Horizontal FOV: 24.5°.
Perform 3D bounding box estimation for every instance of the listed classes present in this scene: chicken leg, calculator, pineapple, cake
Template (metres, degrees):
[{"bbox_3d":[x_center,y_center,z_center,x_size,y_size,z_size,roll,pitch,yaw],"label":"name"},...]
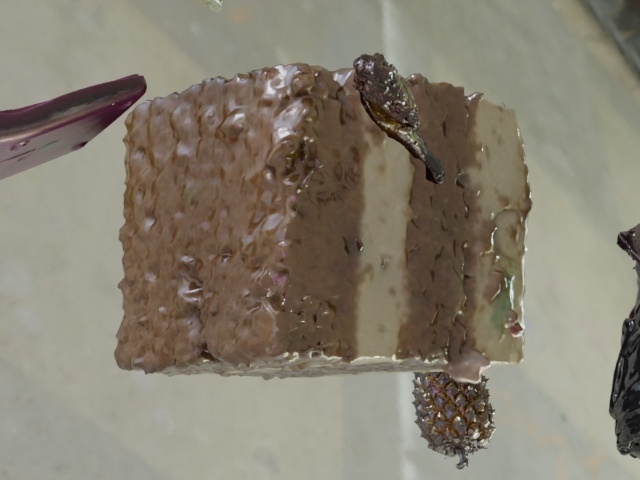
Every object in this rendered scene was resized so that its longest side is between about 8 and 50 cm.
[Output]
[{"bbox_3d":[0.057,-0.089,1.048,0.062,0.037,0.145,55,3,27],"label":"chicken leg"},{"bbox_3d":[-0.220,-0.070,1.057,0.190,0.126,0.034,-20,83,-39],"label":"calculator"},{"bbox_3d":[0.130,0.134,1.534,0.103,0.083,0.221,76,4,-62],"label":"pineapple"},{"bbox_3d":[0.000,0.000,1.270,0.290,0.282,0.255,13,76,-40],"label":"cake"}]

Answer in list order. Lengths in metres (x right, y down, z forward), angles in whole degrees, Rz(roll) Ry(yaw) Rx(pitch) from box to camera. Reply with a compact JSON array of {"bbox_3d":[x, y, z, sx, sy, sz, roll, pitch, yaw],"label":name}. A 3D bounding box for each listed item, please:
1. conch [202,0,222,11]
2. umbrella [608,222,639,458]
[{"bbox_3d":[-0.233,-0.393,1.576,0.386,0.170,0.203,60,40,-54],"label":"conch"},{"bbox_3d":[0.307,0.035,1.265,0.090,0.094,0.326,41,55,-43],"label":"umbrella"}]
